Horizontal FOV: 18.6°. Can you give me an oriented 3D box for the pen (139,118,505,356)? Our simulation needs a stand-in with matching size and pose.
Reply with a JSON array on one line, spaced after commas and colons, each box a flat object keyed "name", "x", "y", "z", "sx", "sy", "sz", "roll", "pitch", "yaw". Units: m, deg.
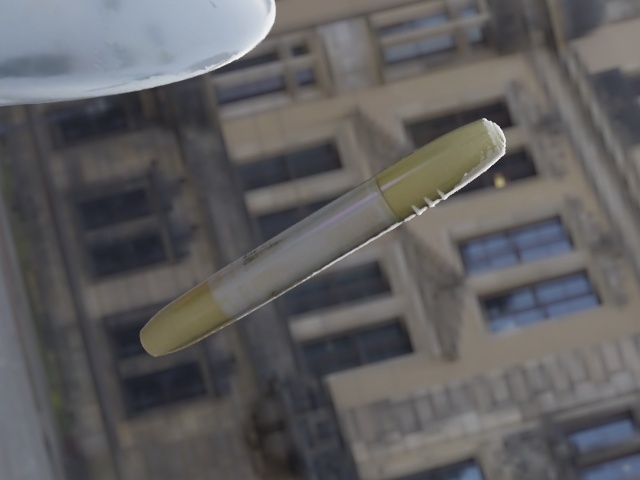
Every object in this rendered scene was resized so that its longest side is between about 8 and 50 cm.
[{"name": "pen", "x": 0.000, "y": 0.000, "z": 1.073, "sx": 0.032, "sy": 0.233, "sz": 0.040, "roll": 62, "pitch": 14, "yaw": 8}]

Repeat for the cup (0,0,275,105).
[{"name": "cup", "x": -0.191, "y": -0.196, "z": 0.972, "sx": 0.347, "sy": 0.347, "sz": 0.163, "roll": -119, "pitch": -150, "yaw": -64}]
